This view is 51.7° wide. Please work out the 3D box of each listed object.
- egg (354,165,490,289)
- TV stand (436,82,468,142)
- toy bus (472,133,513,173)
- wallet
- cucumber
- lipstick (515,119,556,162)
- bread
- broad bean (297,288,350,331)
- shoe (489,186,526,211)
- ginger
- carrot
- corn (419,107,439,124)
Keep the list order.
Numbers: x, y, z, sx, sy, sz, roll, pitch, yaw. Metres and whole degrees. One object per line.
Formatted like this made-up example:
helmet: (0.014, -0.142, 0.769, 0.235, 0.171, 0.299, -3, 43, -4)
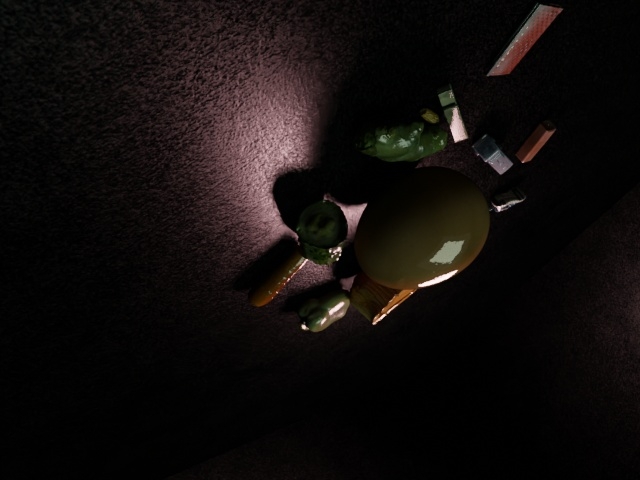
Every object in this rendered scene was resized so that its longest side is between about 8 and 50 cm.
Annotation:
egg: (0.260, -0.030, 1.737, 0.374, 0.301, 0.301, -28, 160, 18)
TV stand: (0.321, -0.306, 1.600, 0.036, 0.042, 0.249, -17, 159, 15)
toy bus: (0.497, -0.246, 1.904, 0.064, 0.075, 0.190, -40, 157, 18)
wallet: (0.463, -0.457, 1.510, 0.103, 0.020, 0.196, -12, 149, -39)
cucumber: (0.003, 0.002, 1.702, 0.134, 0.134, 0.244, -28, 163, -12)
lipstick: (0.665, -0.307, 2.044, 0.045, 0.045, 0.145, -20, 155, -32)
bread: (0.223, 0.134, 2.188, 0.288, 0.156, 0.204, -40, 162, -15)
broad bean: (0.016, 0.237, 2.212, 0.228, 0.100, 0.169, -25, 154, -28)
shoe: (0.668, -0.142, 2.355, 0.143, 0.064, 0.071, -22, 154, -18)
ginger: (0.191, -0.229, 1.513, 0.137, 0.089, 0.290, -39, 157, 26)
carrot: (-0.121, 0.103, 1.805, 0.225, 0.067, 0.067, -46, 154, 23)
corn: (0.258, -0.292, 1.557, 0.027, 0.028, 0.083, -31, 160, 25)
